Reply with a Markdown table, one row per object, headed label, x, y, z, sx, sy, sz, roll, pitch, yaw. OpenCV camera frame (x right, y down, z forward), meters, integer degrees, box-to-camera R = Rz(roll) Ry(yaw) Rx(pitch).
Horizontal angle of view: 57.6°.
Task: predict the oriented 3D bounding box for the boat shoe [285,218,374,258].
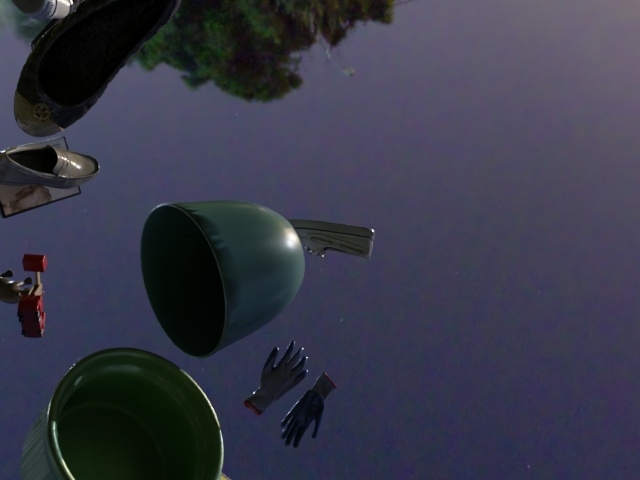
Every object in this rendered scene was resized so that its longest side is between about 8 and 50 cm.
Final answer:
| label | x | y | z | sx | sy | sz | roll | pitch | yaw |
| --- | --- | --- | --- | --- | --- | --- | --- | --- | --- |
| boat shoe | 0.000 | 0.000 | 1.472 | 0.268 | 0.088 | 0.096 | 7 | 174 | -1 |

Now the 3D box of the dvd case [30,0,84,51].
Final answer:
| label | x | y | z | sx | sy | sz | roll | pitch | yaw |
| --- | --- | --- | --- | --- | --- | --- | --- | --- | --- |
| dvd case | -0.631 | -0.502 | 1.424 | 0.018 | 0.164 | 0.221 | 28 | -116 | -8 |

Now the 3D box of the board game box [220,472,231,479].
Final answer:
| label | x | y | z | sx | sy | sz | roll | pitch | yaw |
| --- | --- | --- | --- | --- | --- | --- | --- | --- | --- |
| board game box | -0.314 | 0.452 | 1.160 | 0.347 | 0.056 | 0.208 | 40 | -174 | -4 |

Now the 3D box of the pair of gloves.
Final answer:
| label | x | y | z | sx | sy | sz | roll | pitch | yaw |
| --- | --- | --- | --- | --- | --- | --- | --- | --- | --- |
| pair of gloves | -0.052 | 0.300 | 1.128 | 0.159 | 0.198 | 0.023 | -50 | -153 | -23 |

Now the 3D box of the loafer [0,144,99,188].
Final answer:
| label | x | y | z | sx | sy | sz | roll | pitch | yaw |
| --- | --- | --- | --- | --- | --- | --- | --- | --- | --- |
| loafer | -0.750 | -0.209 | 1.624 | 0.111 | 0.112 | 0.319 | -28 | 173 | 33 |

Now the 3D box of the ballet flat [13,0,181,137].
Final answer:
| label | x | y | z | sx | sy | sz | roll | pitch | yaw |
| --- | --- | --- | --- | --- | --- | --- | --- | --- | --- |
| ballet flat | -0.168 | -0.143 | 0.428 | 0.173 | 0.057 | 0.049 | -44 | -149 | 10 |

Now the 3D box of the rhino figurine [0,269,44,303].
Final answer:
| label | x | y | z | sx | sy | sz | roll | pitch | yaw |
| --- | --- | --- | --- | --- | --- | --- | --- | --- | --- |
| rhino figurine | -0.913 | 0.151 | 1.729 | 0.243 | 0.073 | 0.106 | 13 | -159 | 26 |

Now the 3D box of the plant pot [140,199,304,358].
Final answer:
| label | x | y | z | sx | sy | sz | roll | pitch | yaw |
| --- | --- | --- | --- | --- | --- | --- | --- | --- | --- |
| plant pot | -0.176 | 0.052 | 1.140 | 0.235 | 0.293 | 0.293 | -16 | -143 | -42 |

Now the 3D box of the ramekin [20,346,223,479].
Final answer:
| label | x | y | z | sx | sy | sz | roll | pitch | yaw |
| --- | --- | --- | --- | --- | --- | --- | --- | --- | --- |
| ramekin | -0.324 | 0.343 | 0.951 | 0.303 | 0.148 | 0.303 | 35 | -151 | -23 |

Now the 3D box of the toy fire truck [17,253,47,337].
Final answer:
| label | x | y | z | sx | sy | sz | roll | pitch | yaw |
| --- | --- | --- | --- | --- | --- | --- | --- | --- | --- |
| toy fire truck | -0.699 | 0.137 | 1.421 | 0.047 | 0.192 | 0.135 | 5 | -129 | -16 |

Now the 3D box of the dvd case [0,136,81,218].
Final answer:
| label | x | y | z | sx | sy | sz | roll | pitch | yaw |
| --- | --- | --- | --- | --- | --- | --- | --- | --- | --- |
| dvd case | -0.822 | -0.186 | 1.673 | 0.022 | 0.180 | 0.253 | 1 | -160 | 33 |

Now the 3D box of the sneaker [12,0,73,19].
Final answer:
| label | x | y | z | sx | sy | sz | roll | pitch | yaw |
| --- | --- | --- | --- | --- | --- | --- | --- | --- | --- |
| sneaker | -0.512 | -0.477 | 0.975 | 0.094 | 0.258 | 0.091 | -29 | -178 | 16 |
